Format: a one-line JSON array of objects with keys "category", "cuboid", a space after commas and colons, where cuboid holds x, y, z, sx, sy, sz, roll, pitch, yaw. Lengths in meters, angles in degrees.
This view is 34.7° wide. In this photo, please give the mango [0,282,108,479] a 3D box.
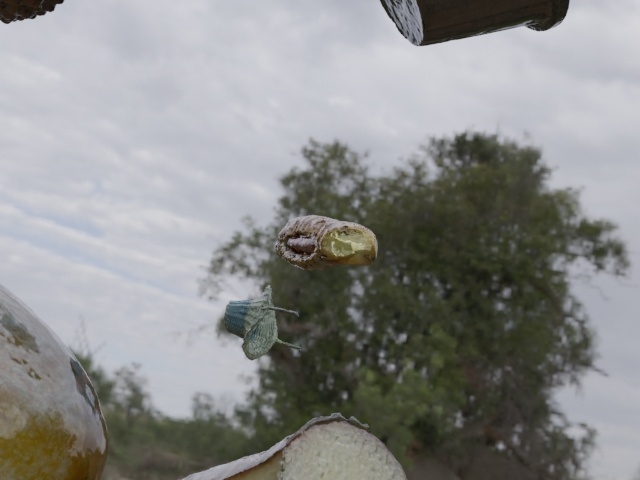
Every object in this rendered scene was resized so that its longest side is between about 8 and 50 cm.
[{"category": "mango", "cuboid": [-0.271, 0.091, 0.704, 0.316, 0.146, 0.193, 48, 8, -36]}]

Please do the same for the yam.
[{"category": "yam", "cuboid": [-0.054, 0.214, 0.694, 0.238, 0.129, 0.128, -30, -81, 41]}]

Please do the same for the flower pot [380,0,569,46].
[{"category": "flower pot", "cuboid": [0.149, -0.330, 1.187, 0.166, 0.269, 0.269, -31, -12, -3]}]

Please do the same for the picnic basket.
[{"category": "picnic basket", "cuboid": [-0.058, 0.087, 1.073, 0.083, 0.083, 0.065, 8, -43, 13]}]

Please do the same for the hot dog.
[{"category": "hot dog", "cuboid": [0.001, 0.000, 1.321, 0.083, 0.068, 0.289, -14, 4, -15]}]

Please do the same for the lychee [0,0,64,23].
[{"category": "lychee", "cuboid": [-0.347, -0.375, 1.103, 0.267, 0.267, 0.267, 11, -11, 2]}]
